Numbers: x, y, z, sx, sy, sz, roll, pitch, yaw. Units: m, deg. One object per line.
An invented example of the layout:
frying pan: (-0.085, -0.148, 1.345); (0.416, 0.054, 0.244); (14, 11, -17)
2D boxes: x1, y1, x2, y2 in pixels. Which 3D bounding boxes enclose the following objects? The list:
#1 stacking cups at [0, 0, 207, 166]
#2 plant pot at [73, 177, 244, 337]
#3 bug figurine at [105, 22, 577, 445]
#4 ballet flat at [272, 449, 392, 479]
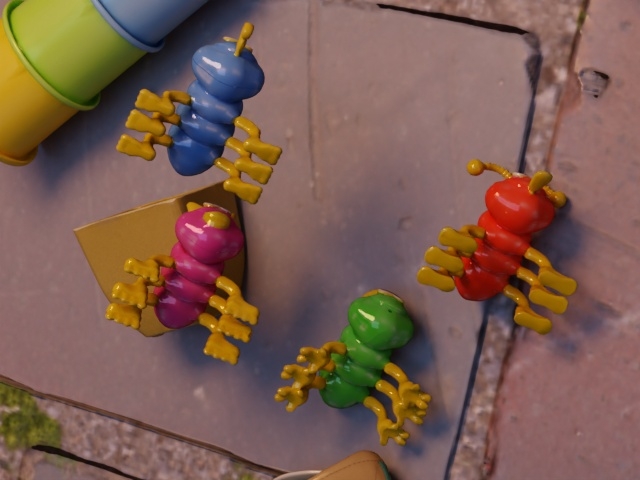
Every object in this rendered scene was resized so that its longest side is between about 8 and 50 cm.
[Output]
stacking cups: (-0.110, -0.172, 1.211); (0.316, 0.096, 0.096); (-36, 73, 22)
plant pot: (-0.096, 0.015, 1.209); (0.081, 0.081, 0.083); (-15, 94, 26)
bug figurine: (0.000, 0.000, 1.115); (0.279, 0.072, 0.216); (25, 119, -12)
ballet flat: (-0.047, 0.198, 1.190); (0.232, 0.080, 0.073); (-24, 50, 22)
